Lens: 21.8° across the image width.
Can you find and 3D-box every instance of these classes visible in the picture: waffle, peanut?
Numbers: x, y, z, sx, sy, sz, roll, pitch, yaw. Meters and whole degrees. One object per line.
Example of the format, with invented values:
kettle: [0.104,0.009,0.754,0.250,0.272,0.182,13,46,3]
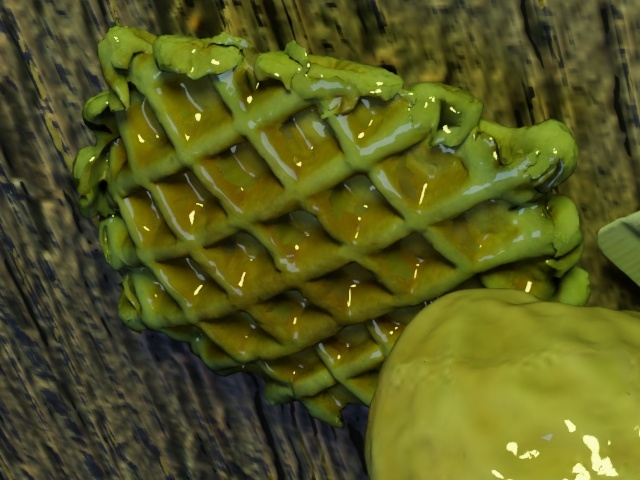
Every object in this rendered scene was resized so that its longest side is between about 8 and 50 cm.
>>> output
waffle: [0.000,0.000,0.654,0.214,0.054,0.208,17,139,12]
peanut: [0.156,0.122,0.591,0.313,0.152,0.152,32,139,-11]

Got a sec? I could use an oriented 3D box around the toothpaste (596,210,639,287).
toothpaste: [0.247,-0.021,0.486,0.125,0.080,0.371,40,146,-16]
